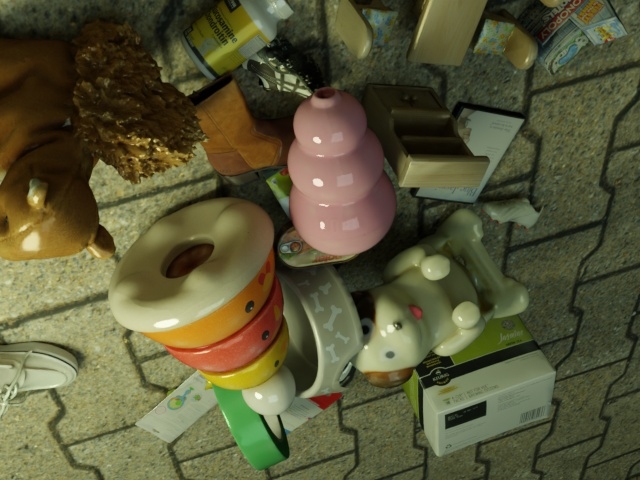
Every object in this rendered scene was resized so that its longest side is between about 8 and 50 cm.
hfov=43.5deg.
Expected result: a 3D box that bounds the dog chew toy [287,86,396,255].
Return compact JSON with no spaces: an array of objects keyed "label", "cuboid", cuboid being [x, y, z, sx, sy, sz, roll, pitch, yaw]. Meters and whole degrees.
[{"label":"dog chew toy","cuboid":[0.031,-0.130,1.474,0.206,0.207,0.332,-18,133,-8]}]

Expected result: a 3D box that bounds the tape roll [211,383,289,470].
[{"label":"tape roll","cuboid":[-0.173,0.386,1.923,0.077,0.321,0.321,-24,137,1]}]

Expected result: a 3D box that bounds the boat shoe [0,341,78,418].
[{"label":"boat shoe","cuboid":[-0.700,0.305,1.724,0.367,0.156,0.136,14,125,-34]}]

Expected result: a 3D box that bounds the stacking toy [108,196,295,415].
[{"label":"stacking toy","cuboid":[-0.173,0.181,1.646,0.350,0.351,0.480,-27,125,2]}]

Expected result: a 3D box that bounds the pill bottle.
[{"label":"pill bottle","cuboid":[-0.139,-0.363,1.367,0.184,0.103,0.103,-35,136,11]}]

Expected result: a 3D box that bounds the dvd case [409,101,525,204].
[{"label":"dvd case","cuboid":[0.329,-0.190,1.811,0.180,0.022,0.253,4,130,-28]}]

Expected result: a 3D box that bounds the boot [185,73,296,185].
[{"label":"boot","cuboid":[-0.120,-0.232,1.483,0.264,0.096,0.280,-18,152,10]}]

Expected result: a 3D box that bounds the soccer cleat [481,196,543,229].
[{"label":"soccer cleat","cuboid":[0.467,-0.078,1.957,0.196,0.068,0.076,9,123,-40]}]

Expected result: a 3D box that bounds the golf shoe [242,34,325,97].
[{"label":"golf shoe","cuboid":[-0.064,-0.309,1.491,0.093,0.077,0.198,-17,149,30]}]

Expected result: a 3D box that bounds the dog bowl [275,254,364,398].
[{"label":"dog bowl","cuboid":[-0.049,0.189,1.781,0.102,0.349,0.349,-19,140,-33]}]

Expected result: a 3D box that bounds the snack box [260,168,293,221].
[{"label":"snack box","cuboid":[0.000,-0.102,1.667,0.174,0.070,0.207,-32,122,0]}]

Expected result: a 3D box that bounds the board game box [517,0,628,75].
[{"label":"board game box","cuboid":[0.480,-0.420,1.529,0.194,0.194,0.060,-44,134,18]}]

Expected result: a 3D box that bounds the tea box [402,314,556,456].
[{"label":"tea box","cuboid":[0.394,0.341,2.139,0.328,0.324,0.220,-17,136,-8]}]

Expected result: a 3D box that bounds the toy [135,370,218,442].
[{"label":"toy","cuboid":[-0.348,0.408,2.063,0.237,0.056,0.137,-38,132,7]}]

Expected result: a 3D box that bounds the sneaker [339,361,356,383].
[{"label":"sneaker","cuboid":[0.010,0.329,2.118,0.234,0.094,0.153,-17,129,-23]}]

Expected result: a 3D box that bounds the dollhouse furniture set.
[{"label":"dollhouse furniture set","cuboid":[0.230,-0.327,1.460,0.361,0.257,0.394,-2,132,-24]}]

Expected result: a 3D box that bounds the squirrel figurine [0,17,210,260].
[{"label":"squirrel figurine","cuboid":[-0.391,-0.154,1.259,0.396,0.370,0.281,-27,137,2]}]

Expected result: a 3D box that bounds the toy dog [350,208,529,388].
[{"label":"toy dog","cuboid":[0.207,0.149,1.843,0.395,0.285,0.408,-22,-174,46]}]

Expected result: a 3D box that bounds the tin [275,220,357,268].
[{"label":"tin","cuboid":[0.000,0.000,1.660,0.189,0.040,0.106,-8,116,-13]}]

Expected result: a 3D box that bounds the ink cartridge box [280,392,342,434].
[{"label":"ink cartridge box","cuboid":[-0.071,0.438,2.200,0.231,0.078,0.134,-36,137,11]}]
